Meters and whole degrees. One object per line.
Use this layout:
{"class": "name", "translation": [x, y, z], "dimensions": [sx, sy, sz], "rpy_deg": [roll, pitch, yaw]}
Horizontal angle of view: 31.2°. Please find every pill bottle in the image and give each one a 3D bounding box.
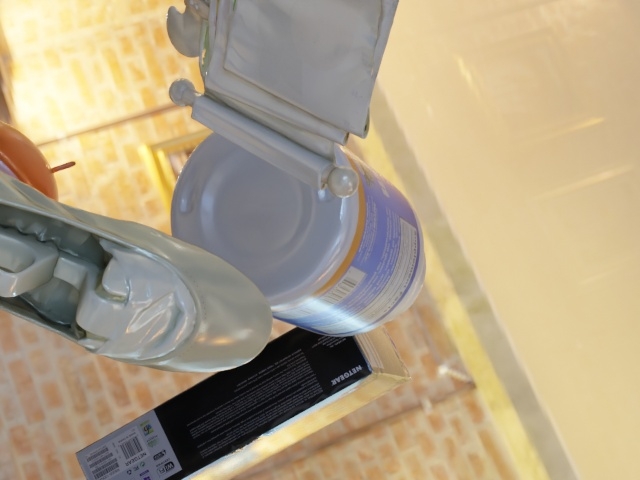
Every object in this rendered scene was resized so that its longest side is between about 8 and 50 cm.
{"class": "pill bottle", "translation": [0.000, 0.000, 0.962], "dimensions": [0.152, 0.152, 0.272], "rpy_deg": [66, 14, 18]}

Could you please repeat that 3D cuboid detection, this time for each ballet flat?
{"class": "ballet flat", "translation": [-0.142, 0.021, 0.622], "dimensions": [0.086, 0.249, 0.086], "rpy_deg": [-157, -90, -80]}

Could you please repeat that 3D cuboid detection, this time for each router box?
{"class": "router box", "translation": [-0.070, 0.184, 1.220], "dimensions": [0.081, 0.309, 0.243], "rpy_deg": [62, 9, 13]}

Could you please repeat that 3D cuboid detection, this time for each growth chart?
{"class": "growth chart", "translation": [-0.010, -0.142, 0.567], "dimensions": [0.172, 0.021, 0.237], "rpy_deg": [41, -53, 33]}

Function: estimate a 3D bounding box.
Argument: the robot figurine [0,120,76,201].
{"class": "robot figurine", "translation": [-0.296, -0.013, 0.910], "dimensions": [0.158, 0.219, 0.128], "rpy_deg": [-16, -62, 49]}
